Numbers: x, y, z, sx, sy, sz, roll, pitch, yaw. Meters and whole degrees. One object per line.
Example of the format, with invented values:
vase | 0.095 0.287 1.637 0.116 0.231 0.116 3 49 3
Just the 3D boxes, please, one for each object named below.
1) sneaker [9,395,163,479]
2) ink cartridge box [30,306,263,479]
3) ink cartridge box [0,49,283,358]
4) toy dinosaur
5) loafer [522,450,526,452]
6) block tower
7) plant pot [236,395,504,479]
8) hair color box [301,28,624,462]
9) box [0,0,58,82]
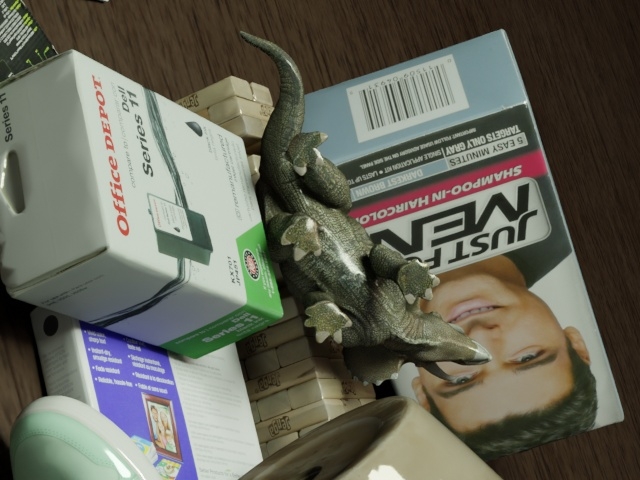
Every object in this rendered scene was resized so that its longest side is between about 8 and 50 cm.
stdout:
sneaker | -0.147 0.222 1.088 0.151 0.094 0.256 -16 82 -62
ink cartridge box | -0.120 0.103 1.294 0.206 0.045 0.208 21 51 -57
ink cartridge box | -0.127 -0.020 1.232 0.208 0.087 0.153 24 47 -56
toy dinosaur | 0.000 0.000 1.342 0.313 0.121 0.160 52 -10 -3
loafer | 0.130 0.101 1.749 0.087 0.094 0.251 -34 95 -52
block tower | -0.040 0.043 1.444 0.091 0.097 0.335 10 62 -60
plant pot | 0.056 0.269 1.199 0.280 0.323 0.323 58 26 -7
hair color box | 0.124 0.022 1.550 0.113 0.185 0.374 -100 170 -50
box | -0.238 -0.104 1.240 0.184 0.045 0.191 59 26 -21
